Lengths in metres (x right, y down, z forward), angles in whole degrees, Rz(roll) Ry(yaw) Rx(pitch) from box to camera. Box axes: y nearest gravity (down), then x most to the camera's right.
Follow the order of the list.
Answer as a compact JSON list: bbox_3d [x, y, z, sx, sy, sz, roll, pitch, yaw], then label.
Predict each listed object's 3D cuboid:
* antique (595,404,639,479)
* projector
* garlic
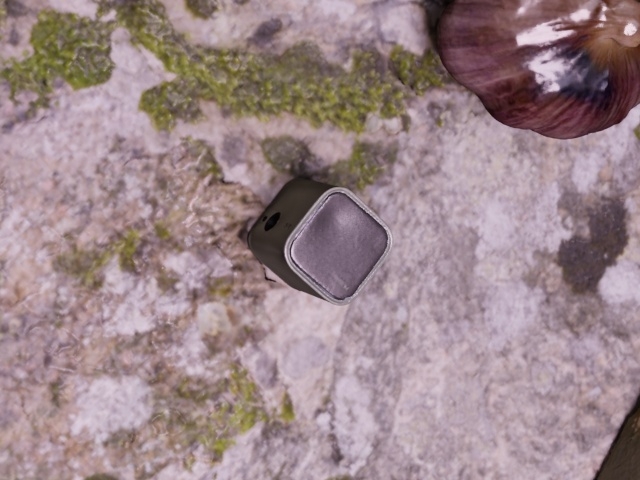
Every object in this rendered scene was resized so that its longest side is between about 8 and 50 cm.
[{"bbox_3d":[0.318,0.273,1.637,0.125,0.150,0.284,30,93,-20],"label":"antique"},{"bbox_3d":[0.000,0.000,1.475,0.083,0.082,0.083,42,79,-23],"label":"projector"},{"bbox_3d":[0.222,-0.201,1.505,0.245,0.160,0.245,-3,98,-23],"label":"garlic"}]
